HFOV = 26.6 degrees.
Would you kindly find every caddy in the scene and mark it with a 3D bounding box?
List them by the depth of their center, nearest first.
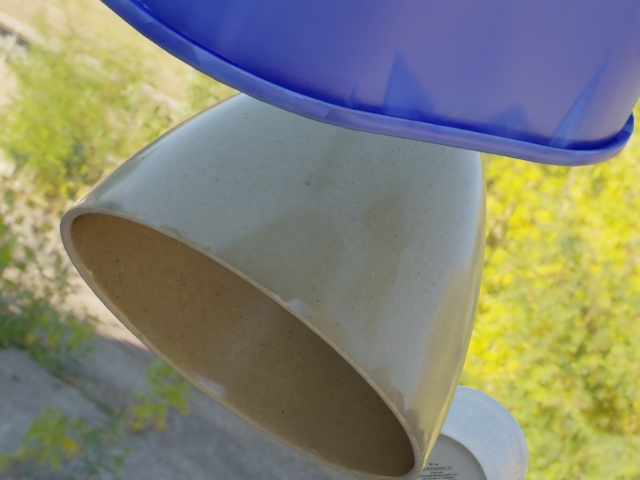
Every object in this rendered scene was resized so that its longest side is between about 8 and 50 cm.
[{"bbox_3d":[0.035,-0.147,0.697,0.341,0.179,0.241,7,35,-32],"label":"caddy"}]

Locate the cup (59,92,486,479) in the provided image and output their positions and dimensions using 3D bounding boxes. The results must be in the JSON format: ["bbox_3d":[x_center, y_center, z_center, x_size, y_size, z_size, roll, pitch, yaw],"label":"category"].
[{"bbox_3d":[0.000,0.000,1.064,0.331,0.237,0.331,31,-22,14],"label":"cup"}]

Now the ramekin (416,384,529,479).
[{"bbox_3d":[0.190,0.325,1.974,0.207,0.207,0.109,32,31,13],"label":"ramekin"}]
